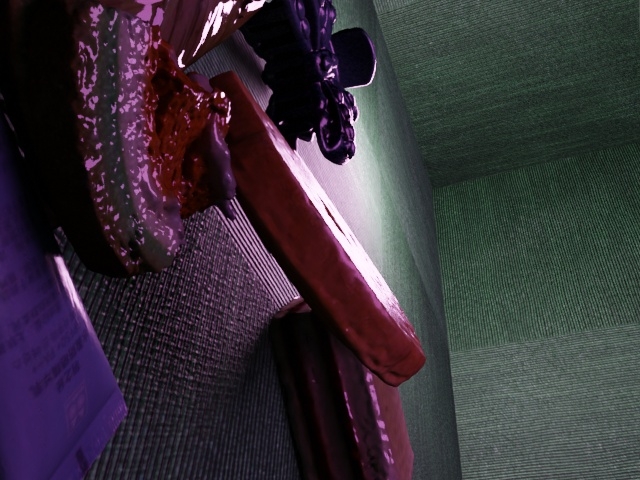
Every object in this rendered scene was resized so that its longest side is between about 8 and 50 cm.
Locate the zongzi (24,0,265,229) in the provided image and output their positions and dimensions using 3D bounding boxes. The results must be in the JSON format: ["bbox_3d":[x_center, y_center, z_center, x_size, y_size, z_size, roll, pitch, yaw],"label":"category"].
[{"bbox_3d":[-0.146,-0.207,0.675,0.447,0.181,0.418,14,81,-78],"label":"zongzi"}]

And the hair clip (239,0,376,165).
[{"bbox_3d":[-0.034,-0.263,1.048,0.206,0.194,0.310,-40,122,-61],"label":"hair clip"}]

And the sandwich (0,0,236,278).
[{"bbox_3d":[-0.115,-0.079,0.442,0.160,0.109,0.185,-31,128,-42],"label":"sandwich"}]

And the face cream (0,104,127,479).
[{"bbox_3d":[-0.209,-0.005,0.403,0.135,0.086,0.385,-65,145,-61],"label":"face cream"}]

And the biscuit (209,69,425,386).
[{"bbox_3d":[-0.001,0.001,0.732,0.350,0.078,0.455,53,3,19],"label":"biscuit"}]

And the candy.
[{"bbox_3d":[0.039,0.231,0.987,0.179,0.135,0.320,-12,90,-76],"label":"candy"}]
